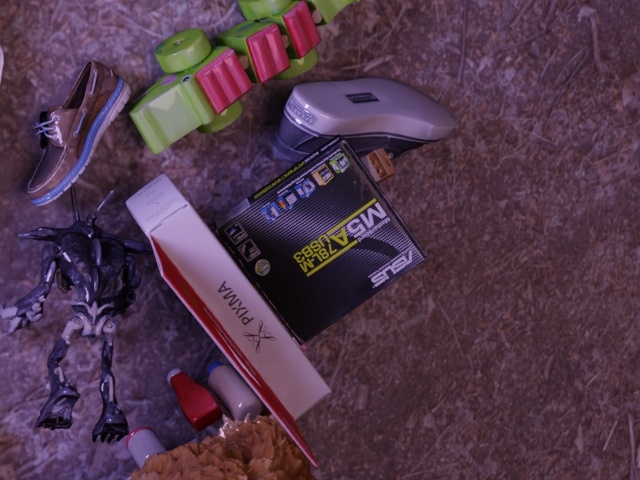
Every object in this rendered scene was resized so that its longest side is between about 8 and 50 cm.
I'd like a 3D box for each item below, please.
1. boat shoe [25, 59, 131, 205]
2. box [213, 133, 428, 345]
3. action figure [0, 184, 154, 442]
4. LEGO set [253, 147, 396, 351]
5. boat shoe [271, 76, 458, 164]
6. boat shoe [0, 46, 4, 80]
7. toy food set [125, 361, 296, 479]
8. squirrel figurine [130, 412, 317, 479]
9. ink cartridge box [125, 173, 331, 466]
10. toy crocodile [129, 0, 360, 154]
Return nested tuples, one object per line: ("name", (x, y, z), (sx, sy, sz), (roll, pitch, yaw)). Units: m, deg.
("boat shoe", (-0.288, -0.124, 1.888), (0.066, 0.066, 0.183), (43, 61, -30))
("box", (0.000, 0.000, 1.988), (0.190, 0.045, 0.184), (-34, 108, 3))
("action figure", (-0.277, 0.084, 1.885), (0.164, 0.141, 0.276), (12, 64, -31))
("LEGO set", (0.007, 0.003, 2.097), (0.107, 0.132, 0.287), (21, 103, -45))
("boat shoe", (0.056, -0.138, 2.139), (0.301, 0.108, 0.102), (-8, 135, -50))
("boat shoe", (-0.397, -0.100, 1.776), (0.098, 0.096, 0.277), (27, 80, -38))
("toy food set", (-0.156, 0.225, 2.049), (0.232, 0.104, 0.111), (-33, 132, -10))
("squirrel figurine", (-0.123, 0.397, 1.935), (0.370, 0.281, 0.397), (24, 107, -46))
("ink cartridge box", (-0.091, 0.084, 1.876), (0.066, 0.261, 0.296), (-37, 113, -2))
("toy crocodile", (-0.088, -0.220, 1.999), (0.340, 0.105, 0.115), (-38, 119, -27))
